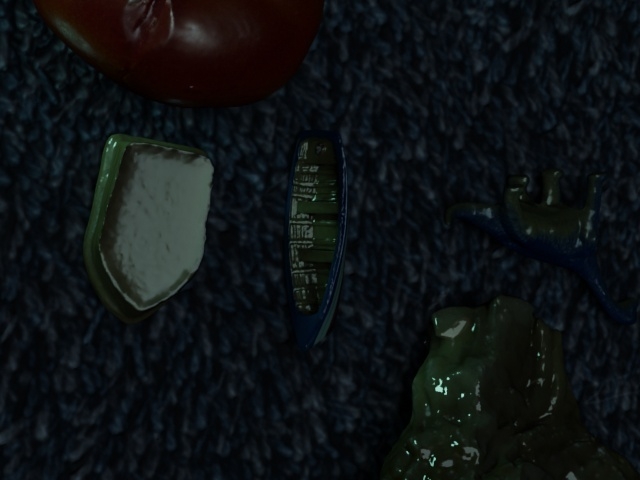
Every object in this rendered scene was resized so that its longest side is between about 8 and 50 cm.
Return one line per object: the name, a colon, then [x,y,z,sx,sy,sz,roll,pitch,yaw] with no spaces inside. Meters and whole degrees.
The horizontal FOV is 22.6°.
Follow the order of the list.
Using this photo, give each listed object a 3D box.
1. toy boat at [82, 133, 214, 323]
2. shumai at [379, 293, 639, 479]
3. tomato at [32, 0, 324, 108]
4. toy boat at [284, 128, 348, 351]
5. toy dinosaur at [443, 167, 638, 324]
toy boat: [-0.171,-0.008,1.597,0.116,0.061,0.188,10,88,-20]
shumai: [0.182,0.228,1.706,0.346,0.217,0.283,-2,60,-30]
tomato: [-0.133,-0.261,1.519,0.298,0.226,0.299,2,83,-19]
toy boat: [0.000,0.000,1.661,0.046,0.080,0.229,2,90,-55]
toy dinosaur: [0.240,0.020,1.747,0.247,0.075,0.188,-10,101,-26]
